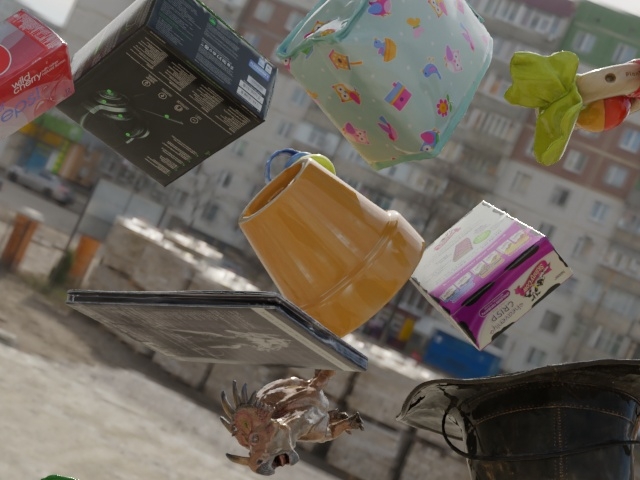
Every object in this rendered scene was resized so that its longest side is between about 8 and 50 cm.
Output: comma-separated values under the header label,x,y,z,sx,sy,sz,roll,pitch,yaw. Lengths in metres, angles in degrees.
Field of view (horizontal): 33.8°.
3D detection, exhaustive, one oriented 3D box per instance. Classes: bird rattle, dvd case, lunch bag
label,x,y,z,sx,sy,sz,roll,pitch,yaw
bird rattle,0.361,-0.195,1.330,0.207,0.254,0.143,56,12,-81
dvd case,-0.090,0.079,0.930,0.221,0.018,0.164,0,-24,31
lunch bag,0.104,-0.260,1.385,0.223,0.262,0.160,47,-31,-23

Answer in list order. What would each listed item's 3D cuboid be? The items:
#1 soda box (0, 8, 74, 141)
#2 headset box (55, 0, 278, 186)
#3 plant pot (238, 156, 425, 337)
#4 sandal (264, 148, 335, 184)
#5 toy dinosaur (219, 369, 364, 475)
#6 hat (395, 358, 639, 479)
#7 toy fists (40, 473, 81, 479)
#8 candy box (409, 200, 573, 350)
label,x,y,z,sx,sy,sz,roll,pitch,yaw
soda box,-0.413,-0.156,1.222,0.083,0.263,0.092,37,-32,19
headset box,-0.258,-0.245,1.715,0.246,0.131,0.283,37,-46,-28
plant pot,0.000,0.000,1.385,0.188,0.205,0.205,47,-7,-13
sandal,-0.044,-0.050,1.989,0.126,0.317,0.138,-17,41,-29
toy dinosaur,-0.058,0.240,1.449,0.200,0.127,0.296,-18,-7,-16
hat,0.225,0.214,1.008,0.331,0.133,0.331,-2,-22,-1
toy fists,-0.332,0.446,1.574,0.279,0.096,0.142,23,-45,-21
candy box,0.219,0.042,1.424,0.071,0.159,0.233,50,1,-18
